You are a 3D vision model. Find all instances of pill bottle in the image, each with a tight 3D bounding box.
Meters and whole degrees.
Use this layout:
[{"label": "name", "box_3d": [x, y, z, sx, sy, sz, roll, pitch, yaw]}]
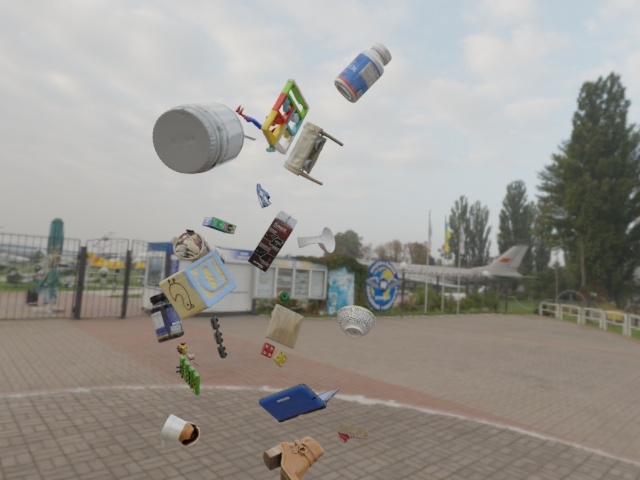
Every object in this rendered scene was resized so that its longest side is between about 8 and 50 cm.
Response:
[{"label": "pill bottle", "box_3d": [0.168, -0.657, 1.602, 0.124, 0.221, 0.124, 44, 1, -1]}, {"label": "pill bottle", "box_3d": [-0.735, 0.363, 1.950, 0.123, 0.219, 0.123, -18, -9, -3]}]

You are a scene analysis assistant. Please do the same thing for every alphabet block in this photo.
[{"label": "alphabet block", "box_3d": [-0.512, 0.187, 1.727, 0.197, 0.192, 0.193, -27, 6, 36]}]

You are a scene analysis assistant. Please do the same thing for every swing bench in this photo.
[{"label": "swing bench", "box_3d": [-0.051, -0.448, 2.095, 0.165, 0.253, 0.255, 35, 12, 28]}]

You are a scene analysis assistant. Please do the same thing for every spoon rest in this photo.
[{"label": "spoon rest", "box_3d": [0.000, 0.000, 2.035, 0.084, 0.137, 0.276, -12, -4, 34]}]

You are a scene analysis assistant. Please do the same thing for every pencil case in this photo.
[{"label": "pencil case", "box_3d": [-0.658, 0.067, 2.255, 0.184, 0.160, 0.410, 35, -10, 11]}]

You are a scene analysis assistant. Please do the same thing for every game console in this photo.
[{"label": "game console", "box_3d": [-0.100, 0.741, 1.968, 0.293, 0.250, 0.173, -30, 23, 26]}]

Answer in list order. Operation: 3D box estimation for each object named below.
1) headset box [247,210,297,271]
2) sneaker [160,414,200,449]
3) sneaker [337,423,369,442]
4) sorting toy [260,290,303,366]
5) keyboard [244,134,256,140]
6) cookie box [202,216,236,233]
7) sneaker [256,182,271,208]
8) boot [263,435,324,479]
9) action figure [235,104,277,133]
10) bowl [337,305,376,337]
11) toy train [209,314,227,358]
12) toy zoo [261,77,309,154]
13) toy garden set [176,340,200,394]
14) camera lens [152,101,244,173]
[{"label": "headset box", "box_3d": [-0.227, -0.013, 2.061, 0.110, 0.293, 0.218, 33, 12, -5]}, {"label": "sneaker", "box_3d": [-0.510, 0.724, 1.512, 0.123, 0.105, 0.290, 22, -33, -1]}, {"label": "sneaker", "box_3d": [0.121, 0.730, 1.540, 0.119, 0.067, 0.042, 13, 34, 9]}, {"label": "sorting toy", "box_3d": [-0.149, 0.342, 1.591, 0.132, 0.274, 0.046, 31, -28, -28]}, {"label": "keyboard", "box_3d": [-0.436, -0.527, 1.987, 0.256, 0.014, 0.072, 15, 8, -20]}, {"label": "cookie box", "box_3d": [-0.408, -0.061, 1.654, 0.107, 0.040, 0.092, 22, -10, -35]}, {"label": "sneaker", "box_3d": [-0.284, -0.225, 2.049, 0.059, 0.144, 0.053, -17, -22, -3]}, {"label": "boot", "box_3d": [-0.051, 0.623, 1.143, 0.152, 0.072, 0.197, -4, 19, -35]}, {"label": "action figure", "box_3d": [-0.325, -0.677, 2.315, 0.280, 0.139, 0.091, 38, 9, -39]}, {"label": "bowl", "box_3d": [0.146, 0.360, 1.744, 0.170, 0.080, 0.170, 8, -47, 9]}, {"label": "toy train", "box_3d": [-0.369, 0.346, 1.480, 0.027, 0.158, 0.036, -14, -2, -34]}, {"label": "toy zoo", "box_3d": [-0.150, -0.492, 1.711, 0.030, 0.293, 0.192, 21, -12, 25]}, {"label": "toy garden set", "box_3d": [-0.701, 0.662, 2.152, 0.049, 0.203, 0.244, -4, 14, -38]}, {"label": "camera lens", "box_3d": [-0.396, -0.345, 1.375, 0.220, 0.219, 0.274, 3, 21, 11]}]
